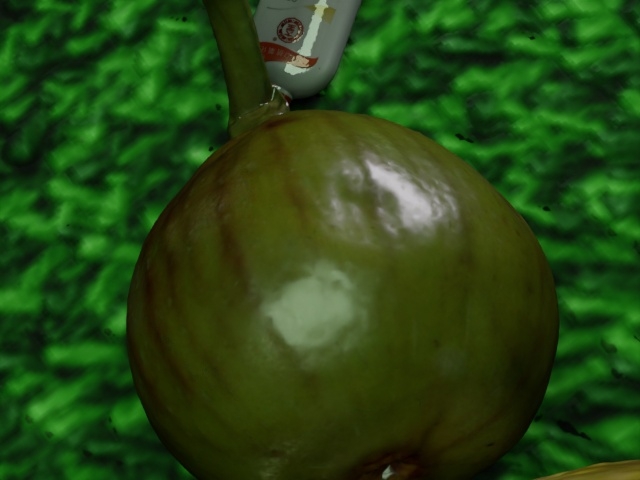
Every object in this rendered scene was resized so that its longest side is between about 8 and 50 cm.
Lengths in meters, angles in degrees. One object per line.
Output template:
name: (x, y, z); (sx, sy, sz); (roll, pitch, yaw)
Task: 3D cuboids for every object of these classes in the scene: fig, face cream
fig: (-0.008, 0.013, 0.645); (0.142, 0.148, 0.186); (-47, 38, 7)
face cream: (-0.009, -0.080, 0.723); (0.040, 0.021, 0.083); (16, 77, 14)

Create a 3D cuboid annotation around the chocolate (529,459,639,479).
chocolate: (0.125, 0.122, 0.555); (0.445, 0.162, 0.162); (-4, 73, 2)
